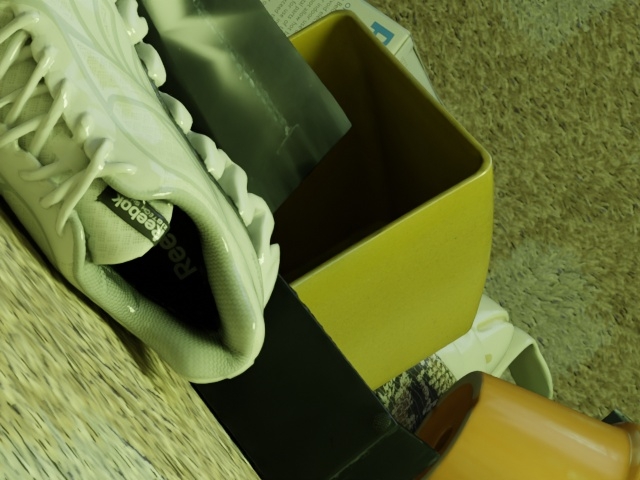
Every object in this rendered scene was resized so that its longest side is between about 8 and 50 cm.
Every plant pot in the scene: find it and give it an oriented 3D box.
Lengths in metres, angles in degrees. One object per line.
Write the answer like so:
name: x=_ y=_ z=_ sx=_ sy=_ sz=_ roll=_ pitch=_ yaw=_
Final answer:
plant pot: x=0.000 y=0.000 z=1.196 sx=0.212 sy=0.212 sz=0.187 roll=52 pitch=-11 yaw=41
plant pot: x=0.169 y=0.209 z=1.353 sx=0.188 sy=0.205 sz=0.205 roll=35 pitch=3 yaw=-8

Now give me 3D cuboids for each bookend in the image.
bookend: x=-0.018 y=0.076 z=0.932 sx=0.156 sy=0.072 sz=0.157 roll=51 pitch=1 yaw=19

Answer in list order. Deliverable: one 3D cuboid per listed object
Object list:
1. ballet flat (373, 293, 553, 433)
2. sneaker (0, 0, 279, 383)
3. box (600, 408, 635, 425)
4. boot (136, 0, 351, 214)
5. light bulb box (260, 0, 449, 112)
ballet flat: x=0.122 y=0.137 z=1.575 sx=0.164 sy=0.182 sz=0.483 roll=53 pitch=2 yaw=32
sneaker: x=-0.114 y=-0.053 z=0.762 sx=0.292 sy=0.110 sz=0.118 roll=50 pitch=10 yaw=-22
box: x=0.268 y=0.294 z=1.609 sx=0.153 sy=0.207 sz=0.108 roll=50 pitch=2 yaw=-31
boot: x=-0.204 y=-0.222 z=0.923 sx=0.367 sy=0.146 sz=0.445 roll=34 pitch=-14 yaw=51
light bulb box: x=-0.066 y=-0.192 z=1.934 sx=0.361 sy=0.225 sz=0.358 roll=37 pitch=-3 yaw=17
